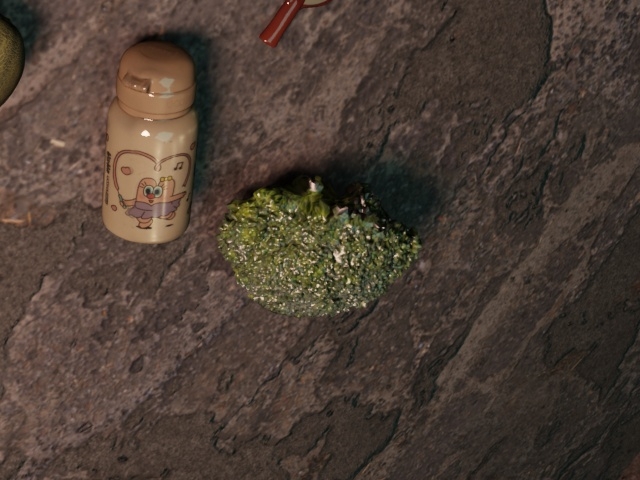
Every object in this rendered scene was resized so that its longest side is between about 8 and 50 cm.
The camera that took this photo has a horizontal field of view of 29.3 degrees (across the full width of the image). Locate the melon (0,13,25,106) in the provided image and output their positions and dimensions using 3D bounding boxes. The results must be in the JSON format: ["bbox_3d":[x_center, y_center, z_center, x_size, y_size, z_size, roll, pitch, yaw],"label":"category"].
[{"bbox_3d":[-0.326,-0.153,1.106,0.130,0.098,0.098,-48,141,-2],"label":"melon"}]

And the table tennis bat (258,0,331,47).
[{"bbox_3d":[-0.016,-0.279,1.337,0.098,0.019,0.154,27,101,-50],"label":"table tennis bat"}]

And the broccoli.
[{"bbox_3d":[0.002,0.002,1.473,0.226,0.176,0.198,-35,158,-27],"label":"broccoli"}]

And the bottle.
[{"bbox_3d":[-0.173,-0.108,1.285,0.110,0.097,0.209,-49,156,-52],"label":"bottle"}]
